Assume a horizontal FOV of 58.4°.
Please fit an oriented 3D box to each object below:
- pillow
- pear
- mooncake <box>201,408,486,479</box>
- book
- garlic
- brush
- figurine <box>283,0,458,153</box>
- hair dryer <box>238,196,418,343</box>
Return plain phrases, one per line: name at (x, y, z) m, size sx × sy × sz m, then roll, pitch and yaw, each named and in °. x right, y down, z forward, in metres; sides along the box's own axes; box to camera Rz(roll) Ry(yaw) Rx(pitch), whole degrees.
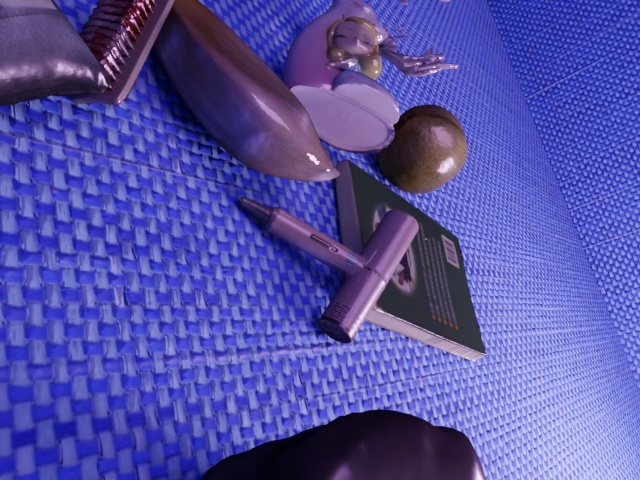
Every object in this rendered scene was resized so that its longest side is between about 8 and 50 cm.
pillow at (-0.298, -0.202, 0.432) m, size 0.250 × 0.106 × 0.186 m, roll 56°, pitch 33°, yaw -5°
pear at (0.179, -0.165, 1.015) m, size 0.136 × 0.167 × 0.167 m, roll 54°, pitch 35°, yaw -20°
mooncake at (0.012, 0.327, 0.414) m, size 0.351 × 0.212 × 0.381 m, roll 23°, pitch 52°, yaw -39°
book at (0.159, 0.046, 0.962) m, size 0.371 × 0.043 × 0.260 m, roll 28°, pitch 46°, yaw -44°
garlic at (-0.106, -0.183, 0.679) m, size 0.318 × 0.112 × 0.143 m, roll 55°, pitch 24°, yaw -1°
brush at (-0.186, -0.277, 0.610) m, size 0.050 × 0.060 × 0.321 m, roll 68°, pitch 32°, yaw -56°
figurine at (0.097, -0.304, 0.924) m, size 0.206 × 0.284 × 0.315 m, roll 96°, pitch 1°, yaw -66°
hair dryer at (0.004, -0.011, 0.741) m, size 0.220 × 0.054 × 0.195 m, roll 41°, pitch 63°, yaw -10°
